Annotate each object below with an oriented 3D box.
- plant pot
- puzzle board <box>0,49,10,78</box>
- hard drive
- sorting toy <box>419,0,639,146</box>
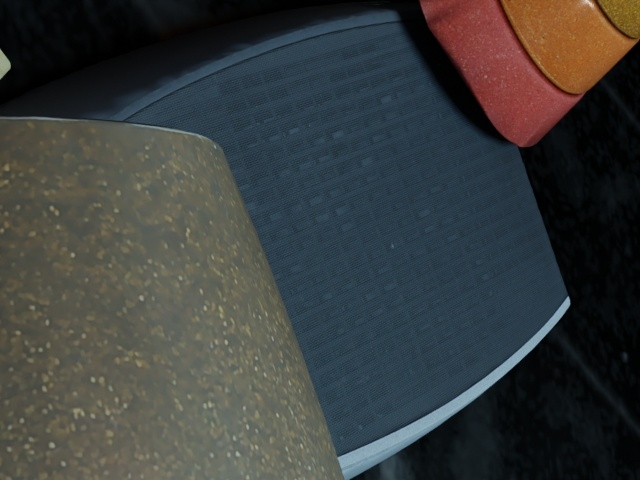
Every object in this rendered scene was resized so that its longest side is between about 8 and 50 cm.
[{"bbox_3d":[-0.071,0.094,0.405,0.215,0.215,0.230,5,82,-50],"label":"plant pot"},{"bbox_3d":[-0.152,-0.054,0.546,0.096,0.011,0.128,56,41,-21],"label":"puzzle board"},{"bbox_3d":[0.000,0.000,0.680,0.255,0.054,0.172,-23,96,-52],"label":"hard drive"},{"bbox_3d":[0.143,-0.179,0.819,0.127,0.126,0.365,58,31,-22],"label":"sorting toy"}]
